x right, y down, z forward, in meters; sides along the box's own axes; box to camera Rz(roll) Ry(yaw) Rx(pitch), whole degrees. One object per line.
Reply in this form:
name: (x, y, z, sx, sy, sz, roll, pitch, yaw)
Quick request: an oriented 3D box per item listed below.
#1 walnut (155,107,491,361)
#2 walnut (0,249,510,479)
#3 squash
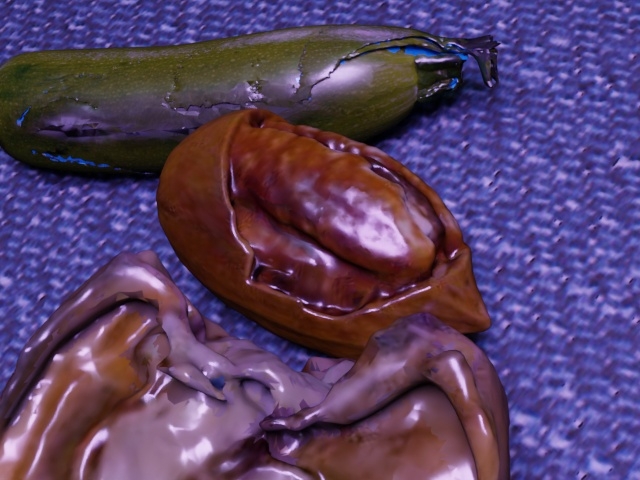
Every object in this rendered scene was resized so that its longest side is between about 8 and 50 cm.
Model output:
walnut: (0.000, 0.000, 0.618, 0.207, 0.116, 0.116, 29, 69, 24)
walnut: (-0.033, 0.124, 0.534, 0.238, 0.141, 0.204, 13, 75, 20)
squash: (-0.054, -0.086, 0.701, 0.332, 0.087, 0.087, -5, 58, 13)
